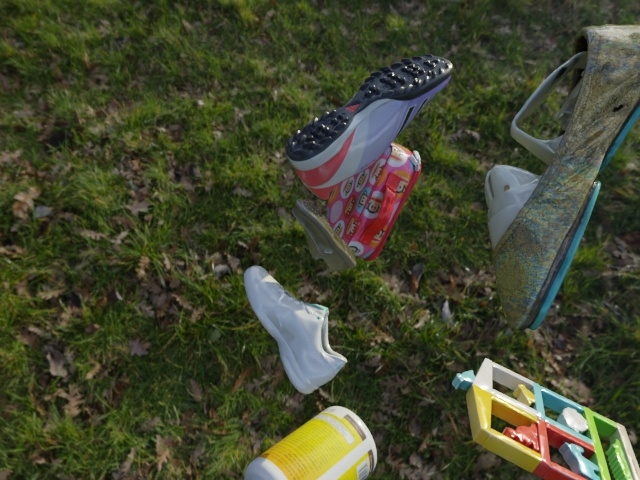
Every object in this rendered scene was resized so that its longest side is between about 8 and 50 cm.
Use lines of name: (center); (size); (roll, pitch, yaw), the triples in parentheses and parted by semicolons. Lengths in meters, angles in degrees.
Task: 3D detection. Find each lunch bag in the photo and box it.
lunch bag: (0.123, -0.106, 1.051); (0.120, 0.293, 0.258); (20, 16, -19)

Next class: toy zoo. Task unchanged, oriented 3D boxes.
toy zoo: (0.353, 0.299, 0.687); (0.293, 0.030, 0.192); (25, 26, 13)

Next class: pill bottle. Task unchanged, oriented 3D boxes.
pill bottle: (-0.025, 0.339, 0.610); (0.215, 0.117, 0.117); (-17, 48, -43)

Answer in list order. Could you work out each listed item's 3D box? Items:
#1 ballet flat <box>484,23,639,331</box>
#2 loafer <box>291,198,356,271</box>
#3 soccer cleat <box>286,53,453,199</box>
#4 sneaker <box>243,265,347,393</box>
ballet flat: (0.242, -0.078, 0.446); (0.123, 0.123, 0.348); (28, 84, 20)
loafer: (0.000, 0.000, 0.651); (0.050, 0.148, 0.056); (-35, 27, 12)
soccer cleat: (0.092, -0.196, 0.726); (0.318, 0.116, 0.108); (-37, 46, -7)
sneaker: (-0.036, 0.116, 0.649); (0.094, 0.080, 0.212); (-36, 72, 9)
